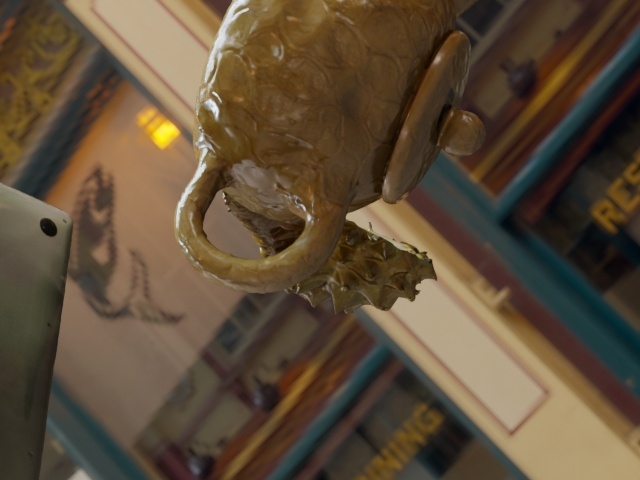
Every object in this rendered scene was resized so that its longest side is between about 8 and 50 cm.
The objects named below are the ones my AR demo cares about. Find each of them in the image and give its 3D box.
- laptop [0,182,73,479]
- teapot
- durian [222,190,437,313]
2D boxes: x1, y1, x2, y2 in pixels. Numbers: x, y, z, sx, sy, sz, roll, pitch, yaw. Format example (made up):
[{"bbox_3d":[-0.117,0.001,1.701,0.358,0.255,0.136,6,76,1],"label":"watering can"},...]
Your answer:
[{"bbox_3d":[-0.236,0.059,0.918,0.188,0.269,0.015,25,-41,-29],"label":"laptop"},{"bbox_3d":[0.023,-0.087,1.028,0.311,0.167,0.203,-58,-14,-30],"label":"teapot"},{"bbox_3d":[-0.009,0.007,1.182,0.224,0.140,0.078,22,-80,-44],"label":"durian"}]
